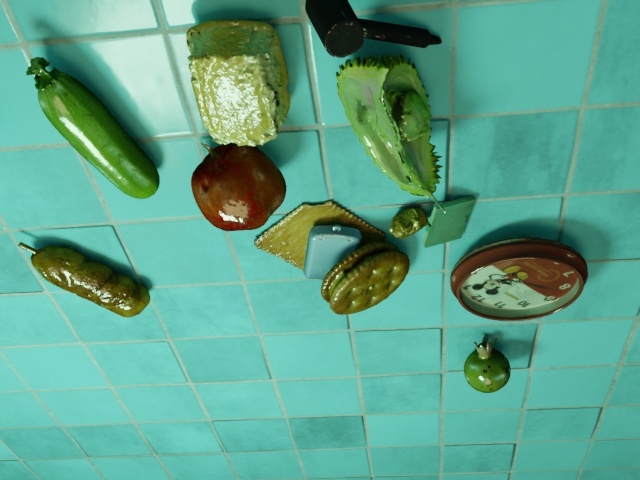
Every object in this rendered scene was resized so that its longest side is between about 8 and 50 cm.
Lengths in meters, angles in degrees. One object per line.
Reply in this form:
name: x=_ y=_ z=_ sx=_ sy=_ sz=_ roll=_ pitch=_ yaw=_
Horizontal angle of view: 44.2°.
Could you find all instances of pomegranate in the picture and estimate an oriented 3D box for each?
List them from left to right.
pomegranate: x=0.448 y=0.334 z=2.148 sx=0.129 sy=0.159 sz=0.129 roll=-16 pitch=-178 yaw=1

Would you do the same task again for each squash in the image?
squash: x=-0.428 y=-0.203 z=1.499 sx=0.101 sy=0.101 sz=0.378 roll=-14 pitch=143 yaw=18

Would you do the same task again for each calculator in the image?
calculator: x=0.026 y=0.032 z=1.807 sx=0.121 sy=0.039 sz=0.210 roll=1 pitch=142 yaw=-6

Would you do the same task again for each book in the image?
book: x=0.278 y=-0.039 z=1.726 sx=0.103 sy=0.017 sz=0.135 roll=-15 pitch=145 yaw=-17

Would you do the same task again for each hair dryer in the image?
hair dryer: x=0.098 y=-0.362 z=1.316 sx=0.248 sy=0.114 sz=0.070 roll=-2 pitch=141 yaw=-29

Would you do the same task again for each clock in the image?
clock: x=0.465 y=0.088 z=1.860 sx=0.318 sy=0.080 sz=0.318 roll=1 pitch=146 yaw=1

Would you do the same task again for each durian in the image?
durian: x=0.124 y=-0.207 z=1.426 sx=0.157 sy=0.169 sz=0.355 roll=-15 pitch=138 yaw=16

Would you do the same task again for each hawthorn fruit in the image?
hawthorn fruit: x=-0.171 y=-0.118 z=1.555 sx=0.179 sy=0.179 sz=0.200 roll=-20 pitch=116 yaw=24

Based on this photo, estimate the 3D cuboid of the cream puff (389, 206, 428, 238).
cream puff: x=0.191 y=-0.041 z=1.726 sx=0.083 sy=0.083 sz=0.058 roll=-23 pitch=94 yaw=43

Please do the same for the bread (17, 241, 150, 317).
bread: x=-0.565 y=0.093 z=1.881 sx=0.344 sy=0.084 sz=0.124 roll=31 pitch=132 yaw=-32

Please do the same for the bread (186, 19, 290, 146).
bread: x=-0.144 y=-0.272 z=1.389 sx=0.174 sy=0.121 sz=0.245 roll=4 pitch=146 yaw=10

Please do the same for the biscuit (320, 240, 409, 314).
biscuit: x=0.104 y=0.089 z=1.820 sx=0.220 sy=0.066 sz=0.220 roll=-25 pitch=150 yaw=-16

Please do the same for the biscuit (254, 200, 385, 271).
biscuit: x=0.000 y=0.000 z=1.811 sx=0.232 sy=0.013 sz=0.237 roll=30 pitch=132 yaw=-31
